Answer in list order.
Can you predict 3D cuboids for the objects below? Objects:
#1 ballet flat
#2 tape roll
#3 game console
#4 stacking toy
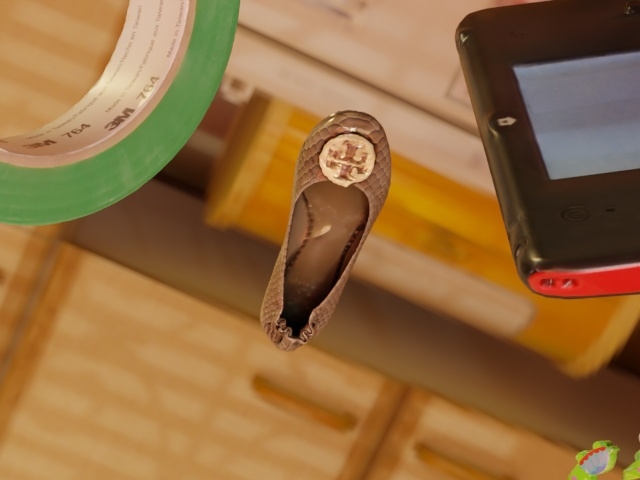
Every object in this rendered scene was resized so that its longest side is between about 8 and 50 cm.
[{"bbox_3d":[0.000,0.000,1.599,0.084,0.250,0.058,17,-144,-6],"label":"ballet flat"},{"bbox_3d":[-0.203,-0.174,1.301,0.321,0.321,0.077,10,-174,-42],"label":"tape roll"},{"bbox_3d":[0.282,-0.089,1.302,0.342,0.060,0.386,-3,-149,-2],"label":"game console"},{"bbox_3d":[0.311,0.144,1.486,0.167,0.221,0.052,9,-131,-61],"label":"stacking toy"}]
